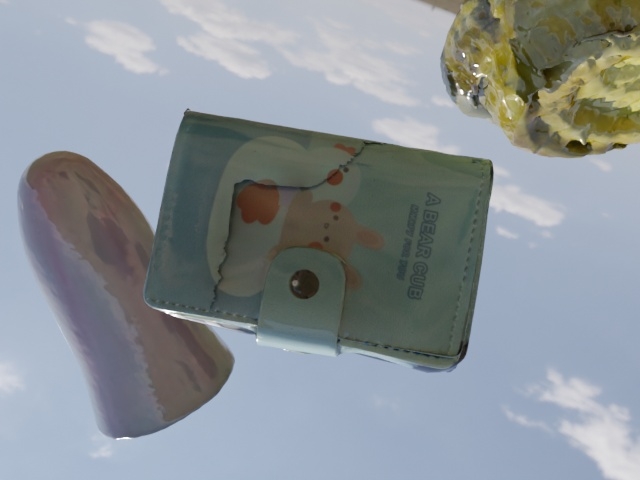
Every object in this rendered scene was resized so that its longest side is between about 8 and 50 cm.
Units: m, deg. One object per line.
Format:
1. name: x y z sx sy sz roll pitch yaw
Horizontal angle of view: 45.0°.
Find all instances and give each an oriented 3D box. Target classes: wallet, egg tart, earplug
1. wallet: 0.000 0.000 0.599 0.251 0.176 0.075 10 169 3
2. egg tart: 0.235 -0.138 0.604 0.279 0.279 0.095 12 -116 -25
3. earplug: -0.232 0.044 0.839 0.172 0.301 0.172 -20 -159 8

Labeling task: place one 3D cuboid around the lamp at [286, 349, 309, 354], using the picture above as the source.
1. lamp: 0.006 0.030 0.832 0.106 0.193 0.106 26 -174 -3
